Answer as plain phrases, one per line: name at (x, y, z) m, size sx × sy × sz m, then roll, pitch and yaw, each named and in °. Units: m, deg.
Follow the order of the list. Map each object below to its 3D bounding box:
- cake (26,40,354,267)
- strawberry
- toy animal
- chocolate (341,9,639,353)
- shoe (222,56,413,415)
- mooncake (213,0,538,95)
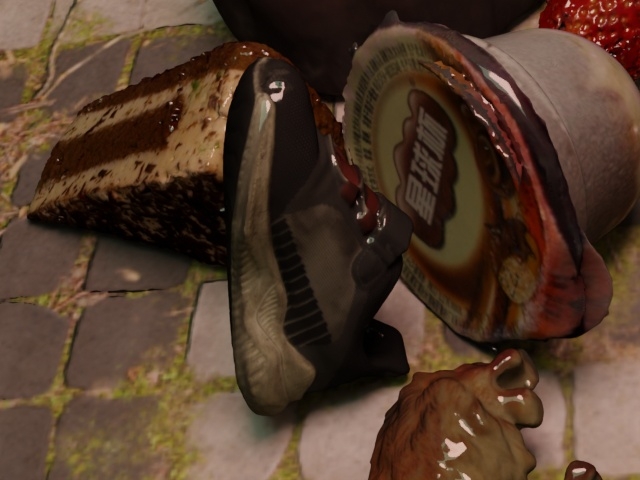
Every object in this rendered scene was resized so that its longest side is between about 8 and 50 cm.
cake at (-0.111, -0.068, 0.958) m, size 0.246 × 0.135 × 0.112 m, roll 14°, pitch 61°, yaw 28°
strawberry at (0.179, -0.130, 0.944) m, size 0.083 × 0.083 × 0.096 m, roll 30°, pitch 97°, yaw 35°
toy animal at (0.043, 0.186, 0.747) m, size 0.157 × 0.097 × 0.312 m, roll 22°, pitch 65°, yaw 44°
chocolate at (0.126, -0.051, 0.849) m, size 0.147 × 0.221 × 0.221 m, roll -23°, pitch 47°, yaw -21°
shoe at (0.000, 0.000, 0.829) m, size 0.112 × 0.228 × 0.099 m, roll -1°, pitch 31°, yaw -5°
mooncake at (0.048, -0.257, 1.039) m, size 0.306 × 0.154 × 0.306 m, roll -9°, pitch 54°, yaw 12°
